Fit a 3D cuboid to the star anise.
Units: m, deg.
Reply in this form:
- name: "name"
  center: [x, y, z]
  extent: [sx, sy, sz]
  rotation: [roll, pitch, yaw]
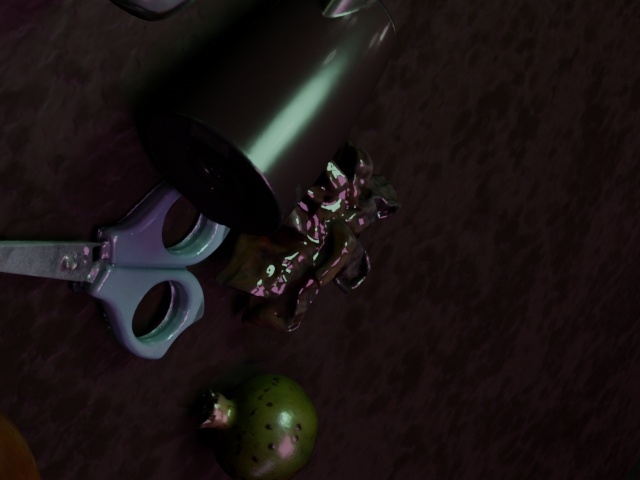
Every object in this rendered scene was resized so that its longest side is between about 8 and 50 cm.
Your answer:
- name: "star anise"
  center: [-0.004, 0.005, 1.305]
  extent: [0.220, 0.099, 0.214]
  rotation: [-58, 147, -4]

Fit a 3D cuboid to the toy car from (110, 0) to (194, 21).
- name: "toy car"
  center: [-0.104, -0.312, 0.886]
  extent: [0.125, 0.136, 0.305]
  rotation: [14, 105, -49]

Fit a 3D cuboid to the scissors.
- name: "scissors"
  center: [-0.208, 0.016, 1.099]
  extent: [0.360, 0.029, 0.191]
  rotation: [6, 106, -54]

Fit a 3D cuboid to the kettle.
- name: "kettle"
  center: [-0.027, -0.121, 1.144]
  extent: [0.232, 0.144, 0.202]
  rotation: [-51, 163, -25]

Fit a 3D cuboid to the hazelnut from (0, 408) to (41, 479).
- name: "hazelnut"
  center: [-0.319, 0.230, 0.947]
  extent: [0.251, 0.217, 0.217]
  rotation: [-46, 146, -9]

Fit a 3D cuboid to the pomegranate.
- name: "pomegranate"
  center: [-0.066, 0.205, 1.374]
  extent: [0.130, 0.130, 0.130]
  rotation: [-34, 140, -35]
